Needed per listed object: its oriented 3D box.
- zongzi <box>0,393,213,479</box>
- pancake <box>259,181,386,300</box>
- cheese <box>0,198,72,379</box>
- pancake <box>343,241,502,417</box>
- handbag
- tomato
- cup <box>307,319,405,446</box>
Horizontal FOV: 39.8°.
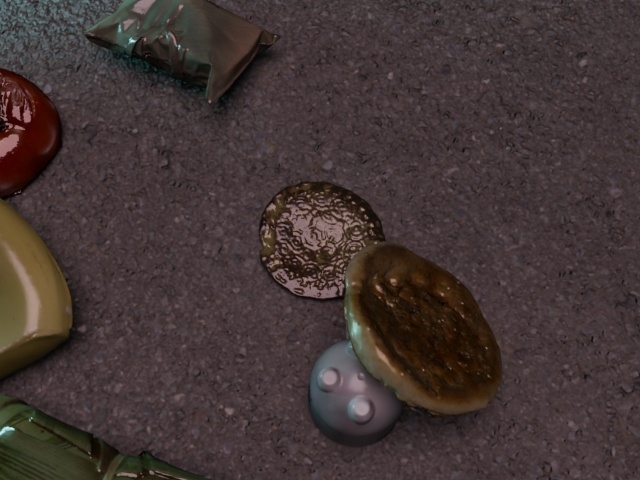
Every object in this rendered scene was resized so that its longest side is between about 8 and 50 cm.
[{"bbox_3d":[-0.365,0.462,1.043,0.467,0.218,0.500,18,67,12],"label":"zongzi"},{"bbox_3d":[0.000,-0.001,1.323,0.199,0.021,0.199,0,69,-1],"label":"pancake"},{"bbox_3d":[-0.500,0.053,1.238,0.259,0.128,0.316,-25,69,-8],"label":"cheese"},{"bbox_3d":[0.141,0.116,1.183,0.282,0.049,0.282,25,38,-22],"label":"pancake"},{"bbox_3d":[-0.223,-0.317,1.392,0.270,0.117,0.182,26,57,9],"label":"handbag"},{"bbox_3d":[-0.514,-0.178,1.343,0.228,0.101,0.228,1,70,-4],"label":"tomato"},{"bbox_3d":[0.059,0.181,1.190,0.134,0.142,0.173,27,70,10],"label":"cup"}]
